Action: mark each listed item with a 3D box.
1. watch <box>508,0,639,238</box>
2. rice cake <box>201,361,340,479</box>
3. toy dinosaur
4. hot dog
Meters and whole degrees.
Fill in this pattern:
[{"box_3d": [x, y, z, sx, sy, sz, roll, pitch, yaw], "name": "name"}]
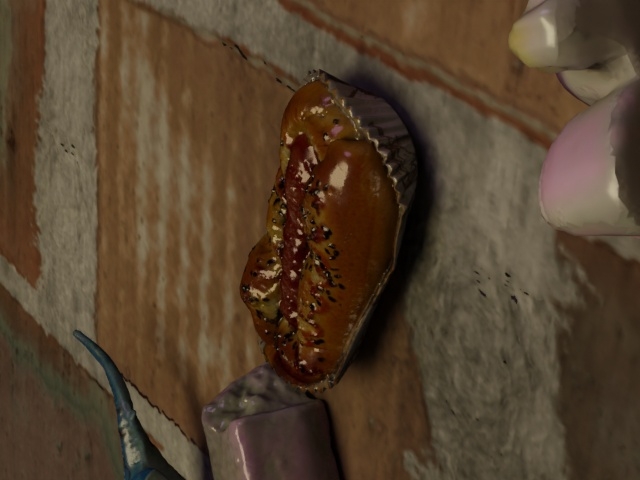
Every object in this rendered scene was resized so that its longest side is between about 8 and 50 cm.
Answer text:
[{"box_3d": [0.181, -0.078, 0.412, 0.231, 0.196, 0.244, -15, 86, 50], "name": "watch"}, {"box_3d": [0.000, 0.254, 0.908, 0.056, 0.073, 0.365, -10, 91, 59], "name": "rice cake"}, {"box_3d": [-0.078, 0.207, 1.001, 0.144, 0.076, 0.329, -12, 102, 64], "name": "toy dinosaur"}, {"box_3d": [0.000, 0.000, 0.823, 0.108, 0.059, 0.191, 53, 143, 38], "name": "hot dog"}]
